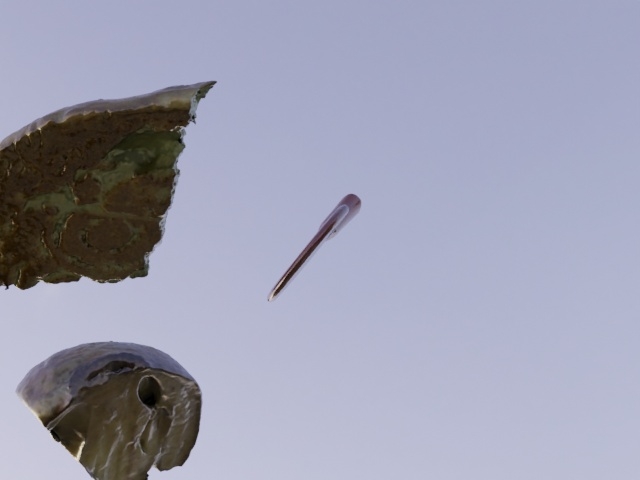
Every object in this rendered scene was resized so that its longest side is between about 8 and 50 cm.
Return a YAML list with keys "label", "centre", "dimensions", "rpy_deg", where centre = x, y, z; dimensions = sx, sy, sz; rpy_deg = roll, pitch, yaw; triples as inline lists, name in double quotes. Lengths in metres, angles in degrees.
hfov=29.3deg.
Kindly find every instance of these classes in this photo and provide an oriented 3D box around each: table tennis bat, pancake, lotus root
- label: "table tennis bat"
  centre: [0.000, 0.000, 1.009]
  dimensions: [0.019, 0.155, 0.098]
  rpy_deg: [39, -57, 1]
- label: "pancake"
  centre: [-0.226, -0.027, 1.090]
  dimensions: [0.376, 0.054, 0.197]
  rpy_deg: [-31, -51, 23]
- label: "lotus root"
  centre: [-0.268, 0.203, 1.540]
  dimensions: [0.210, 0.142, 0.314]
  rpy_deg: [-26, -29, -21]
